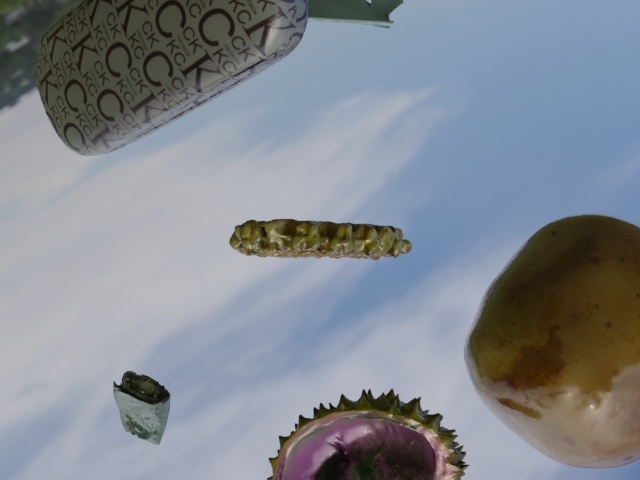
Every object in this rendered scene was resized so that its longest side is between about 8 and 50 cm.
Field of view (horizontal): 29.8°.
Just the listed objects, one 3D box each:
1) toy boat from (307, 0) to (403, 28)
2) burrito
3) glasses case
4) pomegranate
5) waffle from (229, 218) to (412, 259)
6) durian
[{"bbox_3d":[-0.075,-0.244,1.236,0.070,0.292,0.210,94,22,-58],"label":"toy boat"},{"bbox_3d":[-0.233,0.221,1.570,0.118,0.074,0.044,100,11,-50],"label":"burrito"},{"bbox_3d":[-0.148,-0.181,1.105,0.355,0.137,0.085,-20,-178,44],"label":"glasses case"},{"bbox_3d":[0.427,0.159,1.927,0.417,0.416,0.416,-29,-162,10],"label":"pomegranate"},{"bbox_3d":[-0.004,0.000,1.243,0.191,0.038,0.191,1,178,0],"label":"waffle"},{"bbox_3d":[0.041,0.256,1.428,0.260,0.186,0.154,-16,-147,9],"label":"durian"}]
